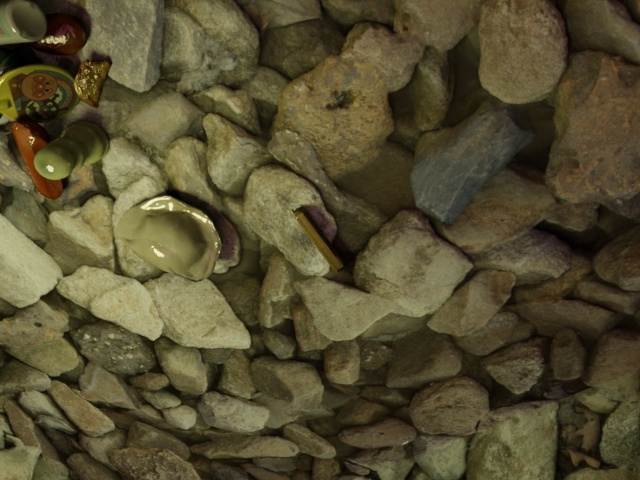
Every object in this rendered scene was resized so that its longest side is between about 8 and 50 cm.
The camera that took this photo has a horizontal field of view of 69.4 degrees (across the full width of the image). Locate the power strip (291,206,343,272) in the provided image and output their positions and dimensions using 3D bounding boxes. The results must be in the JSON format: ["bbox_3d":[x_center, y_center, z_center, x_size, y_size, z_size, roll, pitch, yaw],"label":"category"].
[{"bbox_3d":[0.000,0.000,1.633,0.044,0.064,0.305,-30,113,14],"label":"power strip"}]

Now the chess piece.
[{"bbox_3d":[-0.786,-0.269,1.443,0.145,0.251,0.144,2,122,4],"label":"chess piece"}]

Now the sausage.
[{"bbox_3d":[-0.912,-0.260,1.510,0.102,0.102,0.330,16,143,-4],"label":"sausage"}]

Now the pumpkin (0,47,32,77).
[{"bbox_3d":[-0.934,-0.496,1.397,0.167,0.125,0.167,5,119,9],"label":"pumpkin"}]

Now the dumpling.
[{"bbox_3d":[-0.523,-0.023,1.625,0.341,0.181,0.260,34,100,19],"label":"dumpling"}]

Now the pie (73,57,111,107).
[{"bbox_3d":[-0.703,-0.490,1.418,0.092,0.034,0.169,7,128,-46],"label":"pie"}]

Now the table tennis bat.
[{"bbox_3d":[-0.894,-0.412,1.350,0.054,0.369,0.224,57,149,16],"label":"table tennis bat"}]

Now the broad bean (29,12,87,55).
[{"bbox_3d":[-0.761,-0.598,1.346,0.165,0.084,0.114,-4,138,1],"label":"broad bean"}]

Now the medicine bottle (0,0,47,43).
[{"bbox_3d":[-0.929,-0.609,1.303,0.352,0.110,0.110,9,124,26],"label":"medicine bottle"}]

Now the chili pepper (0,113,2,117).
[{"bbox_3d":[-1.085,-0.424,1.512,0.091,0.030,0.034,20,146,-4],"label":"chili pepper"}]
